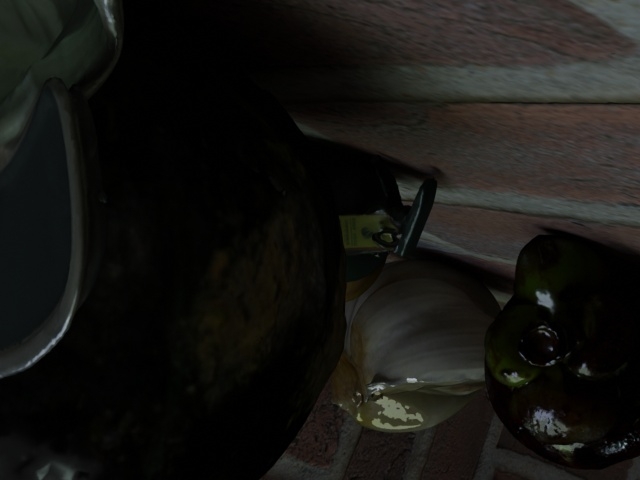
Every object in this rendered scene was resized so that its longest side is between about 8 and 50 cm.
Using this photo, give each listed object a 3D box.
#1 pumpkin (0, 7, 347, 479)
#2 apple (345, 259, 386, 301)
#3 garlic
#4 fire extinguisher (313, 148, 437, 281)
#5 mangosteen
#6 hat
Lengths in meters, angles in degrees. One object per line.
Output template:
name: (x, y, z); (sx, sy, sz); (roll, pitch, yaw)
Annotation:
pumpkin: (-0.200, 0.009, 0.841); (0.454, 0.344, 0.454); (18, -167, -4)
apple: (-0.002, -0.001, 1.247); (0.126, 0.102, 0.126); (21, 173, 3)
garlic: (0.114, 0.102, 1.517); (0.203, 0.185, 0.281); (-4, 158, -12)
fire extinguisher: (-0.032, -0.036, 1.106); (0.311, 0.114, 0.095); (18, -147, 39)
mangosteen: (0.204, 0.083, 1.074); (0.172, 0.172, 0.184); (17, 137, 39)
hat: (-0.185, -0.061, 0.559); (0.232, 0.275, 0.161); (11, -159, -1)
